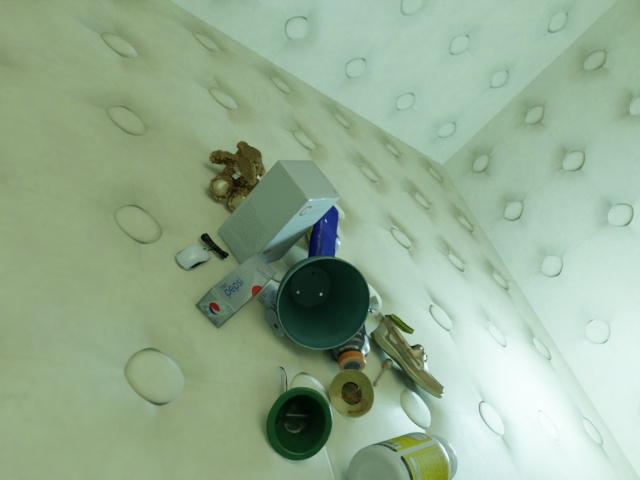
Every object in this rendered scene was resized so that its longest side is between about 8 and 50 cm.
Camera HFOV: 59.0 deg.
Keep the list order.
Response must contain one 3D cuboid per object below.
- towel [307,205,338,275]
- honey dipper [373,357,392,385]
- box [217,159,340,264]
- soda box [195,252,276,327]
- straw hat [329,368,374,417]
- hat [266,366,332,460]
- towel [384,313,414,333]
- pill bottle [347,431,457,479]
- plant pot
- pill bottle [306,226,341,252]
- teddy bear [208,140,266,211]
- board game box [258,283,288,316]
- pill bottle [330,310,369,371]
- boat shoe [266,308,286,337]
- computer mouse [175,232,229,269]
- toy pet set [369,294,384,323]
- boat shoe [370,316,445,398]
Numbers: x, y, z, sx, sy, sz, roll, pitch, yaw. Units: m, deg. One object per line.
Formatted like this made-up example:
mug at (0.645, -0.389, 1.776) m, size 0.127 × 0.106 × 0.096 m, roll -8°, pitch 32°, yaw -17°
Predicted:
towel at (0.000, 0.000, 2.020) m, size 0.228 × 0.076 × 0.308 m, roll 56°, pitch 38°, yaw -66°
honey dipper at (0.215, 0.458, 1.954) m, size 0.030 × 0.030 × 0.160 m, roll 47°, pitch 29°, yaw 2°
box at (-0.137, -0.088, 1.864) m, size 0.168 × 0.345 × 0.215 m, roll 53°, pitch 27°, yaw 14°
soda box at (-0.243, 0.142, 1.679) m, size 0.098 × 0.091 × 0.286 m, roll 46°, pitch 27°, yaw 0°
straw hat at (0.093, 0.468, 1.727) m, size 0.144 × 0.144 × 0.061 m, roll 52°, pitch -11°, yaw 12°
hat at (-0.071, 0.477, 1.535) m, size 0.173 × 0.183 × 0.209 m, roll 34°, pitch 70°, yaw -8°
towel at (0.296, 0.311, 2.136) m, size 0.102 × 0.021 × 0.237 m, roll 41°, pitch -5°, yaw 5°
pill bottle at (0.242, 0.640, 1.568) m, size 0.333 × 0.188 × 0.188 m, roll 9°, pitch 44°, yaw -49°
plant pot at (-0.010, 0.173, 1.787) m, size 0.290 × 0.290 × 0.195 m, roll 36°, pitch 1°, yaw -18°
pill bottle at (-0.001, -0.044, 2.243) m, size 0.117 × 0.117 × 0.215 m, roll 21°, pitch 36°, yaw -39°
teddy bear at (-0.312, -0.228, 2.102) m, size 0.245 × 0.113 × 0.338 m, roll 21°, pitch 43°, yaw -27°
board game box at (-0.149, 0.192, 1.819) m, size 0.090 × 0.020 × 0.090 m, roll 45°, pitch 27°, yaw -5°
pill bottle at (0.090, 0.317, 1.863) m, size 0.130 × 0.130 × 0.246 m, roll 30°, pitch 31°, yaw -28°
boat shoe at (-0.135, 0.257, 1.742) m, size 0.100 × 0.035 × 0.035 m, roll 55°, pitch 1°, yaw 25°
computer mouse at (-0.361, 0.036, 1.713) m, size 0.106 × 0.042 × 0.193 m, roll 48°, pitch 27°, yaw 3°
toy pet set at (0.200, 0.269, 2.184) m, size 0.114 × 0.065 × 0.122 m, roll 68°, pitch 2°, yaw -54°
boat shoe at (0.334, 0.424, 2.036) m, size 0.341 × 0.110 × 0.121 m, roll 44°, pitch 0°, yaw 1°
